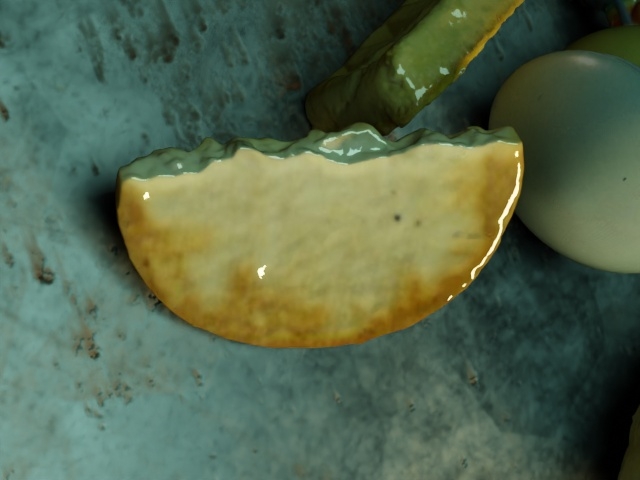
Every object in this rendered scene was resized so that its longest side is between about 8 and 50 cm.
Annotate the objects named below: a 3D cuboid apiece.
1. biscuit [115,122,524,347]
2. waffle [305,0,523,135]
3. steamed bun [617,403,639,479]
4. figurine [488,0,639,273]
[{"bbox_3d":[0.000,0.000,1.171,0.309,0.040,0.204,-5,128,-6],"label":"biscuit"},{"bbox_3d":[0.108,-0.189,1.239,0.057,0.168,0.274,47,69,-12],"label":"waffle"},{"bbox_3d":[0.430,0.260,1.343,0.372,0.230,0.325,41,91,11],"label":"steamed bun"},{"bbox_3d":[0.258,-0.159,1.346,0.205,0.224,0.381,12,55,-6],"label":"figurine"}]
